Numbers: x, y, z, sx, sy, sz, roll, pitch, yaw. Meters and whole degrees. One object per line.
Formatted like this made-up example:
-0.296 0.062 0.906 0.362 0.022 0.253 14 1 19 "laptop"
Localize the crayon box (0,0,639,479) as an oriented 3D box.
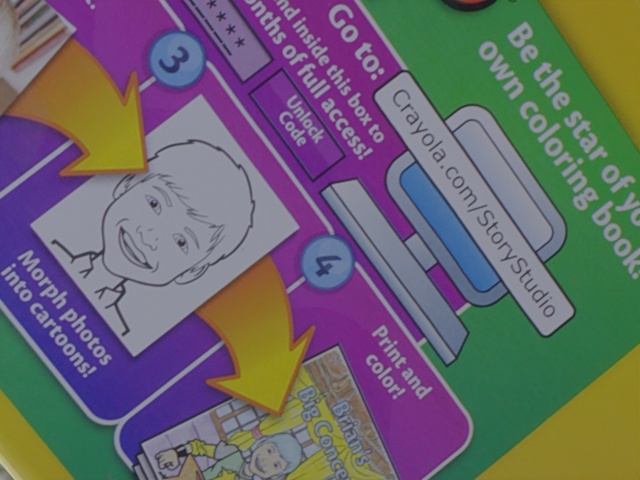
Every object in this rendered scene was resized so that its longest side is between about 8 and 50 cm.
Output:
0.000 0.000 0.384 0.165 0.278 0.081 -38 -166 -7 "crayon box"
